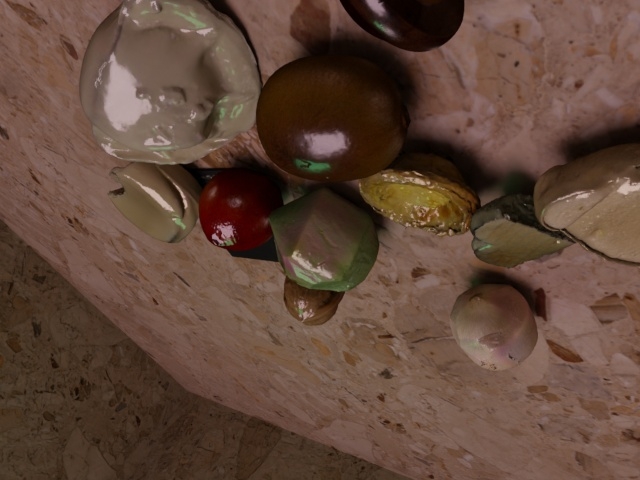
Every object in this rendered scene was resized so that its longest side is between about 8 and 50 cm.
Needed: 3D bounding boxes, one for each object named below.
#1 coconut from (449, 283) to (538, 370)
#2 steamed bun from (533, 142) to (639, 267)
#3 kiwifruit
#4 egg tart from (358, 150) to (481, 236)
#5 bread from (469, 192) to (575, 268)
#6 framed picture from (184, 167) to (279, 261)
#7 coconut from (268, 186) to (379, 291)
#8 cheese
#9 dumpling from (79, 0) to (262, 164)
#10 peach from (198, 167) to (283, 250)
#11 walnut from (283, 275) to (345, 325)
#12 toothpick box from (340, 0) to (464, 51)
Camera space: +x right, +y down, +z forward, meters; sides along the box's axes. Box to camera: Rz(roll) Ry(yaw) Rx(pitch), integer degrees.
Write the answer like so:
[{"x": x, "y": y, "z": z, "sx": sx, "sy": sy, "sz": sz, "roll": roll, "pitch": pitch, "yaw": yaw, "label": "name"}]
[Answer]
[{"x": 0.344, "y": 0.170, "z": 1.091, "sx": 0.171, "sy": 0.171, "sz": 0.183, "roll": -1, "pitch": 146, "yaw": 42, "label": "coconut"}, {"x": 0.407, "y": -0.069, "z": 0.737, "sx": 0.212, "sy": 0.110, "sz": 0.231, "roll": 11, "pitch": 146, "yaw": -1, "label": "steamed bun"}, {"x": 0.021, "y": -0.183, "z": 0.826, "sx": 0.234, "sy": 0.196, "sz": 0.196, "roll": 8, "pitch": 144, "yaw": 23, "label": "kiwifruit"}, {"x": 0.172, "y": -0.083, "z": 0.918, "sx": 0.212, "sy": 0.090, "sz": 0.212, "roll": 17, "pitch": 159, "yaw": 7, "label": "egg tart"}, {"x": 0.332, "y": -0.019, "z": 0.886, "sx": 0.172, "sy": 0.064, "sz": 0.232, "roll": -5, "pitch": 159, "yaw": 19, "label": "bread"}, {"x": -0.221, "y": -0.058, "z": 1.395, "sx": 0.255, "sy": 0.014, "sz": 0.339, "roll": 4, "pitch": 141, "yaw": 36, "label": "framed picture"}, {"x": 0.000, "y": 0.000, "z": 1.106, "sx": 0.236, "sy": 0.236, "sz": 0.205, "roll": 29, "pitch": 115, "yaw": 2, "label": "coconut"}, {"x": -0.408, "y": -0.108, "z": 1.340, "sx": 0.233, "sy": 0.127, "sz": 0.266, "roll": 41, "pitch": 147, "yaw": -18, "label": "cheese"}, {"x": -0.259, "y": -0.278, "z": 0.971, "sx": 0.315, "sy": 0.233, "sz": 0.395, "roll": 7, "pitch": 143, "yaw": -24, "label": "dumpling"}, {"x": -0.174, "y": -0.061, "z": 1.165, "sx": 0.197, "sy": 0.197, "sz": 0.197, "roll": 22, "pitch": 149, "yaw": 14, "label": "peach"}, {"x": -0.016, "y": 0.120, "z": 1.315, "sx": 0.155, "sy": 0.184, "sz": 0.155, "roll": 17, "pitch": 148, "yaw": 11, "label": "walnut"}, {"x": 0.137, "y": -0.323, "z": 0.528, "sx": 0.192, "sy": 0.192, "sz": 0.294, "roll": 42, "pitch": 142, "yaw": -19, "label": "toothpick box"}]
